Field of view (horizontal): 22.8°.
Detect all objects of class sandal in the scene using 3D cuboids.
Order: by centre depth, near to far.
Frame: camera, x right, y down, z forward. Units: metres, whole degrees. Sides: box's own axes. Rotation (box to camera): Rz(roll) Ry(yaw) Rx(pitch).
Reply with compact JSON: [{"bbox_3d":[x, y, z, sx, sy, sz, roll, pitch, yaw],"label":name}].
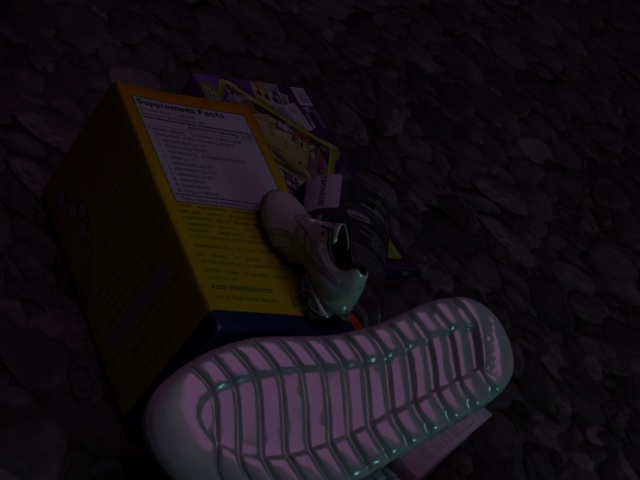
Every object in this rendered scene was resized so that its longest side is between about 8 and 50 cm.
[{"bbox_3d":[0.013,0.173,1.608,0.416,0.102,0.169,-12,74,-26],"label":"sandal"}]

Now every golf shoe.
[{"bbox_3d":[0.000,0.000,1.660,0.069,0.086,0.176,1,48,-43],"label":"golf shoe"}]

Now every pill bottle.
[{"bbox_3d":[0.013,0.043,1.864,0.130,0.130,0.246,28,37,-17],"label":"pill bottle"}]

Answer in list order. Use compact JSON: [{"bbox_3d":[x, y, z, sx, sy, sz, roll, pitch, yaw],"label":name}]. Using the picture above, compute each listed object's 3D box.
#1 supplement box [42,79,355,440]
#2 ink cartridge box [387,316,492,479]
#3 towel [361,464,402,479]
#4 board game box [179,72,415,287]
[{"bbox_3d":[-0.141,0.025,1.749,0.194,0.195,0.357,8,45,-39],"label":"supplement box"},{"bbox_3d":[0.089,0.198,1.905,0.181,0.056,0.224,46,28,11],"label":"ink cartridge box"},{"bbox_3d":[0.025,0.348,1.555,0.235,0.121,0.283,-11,41,-41],"label":"towel"},{"bbox_3d":[-0.033,-0.080,2.124,0.208,0.056,0.347,7,44,-46],"label":"board game box"}]
